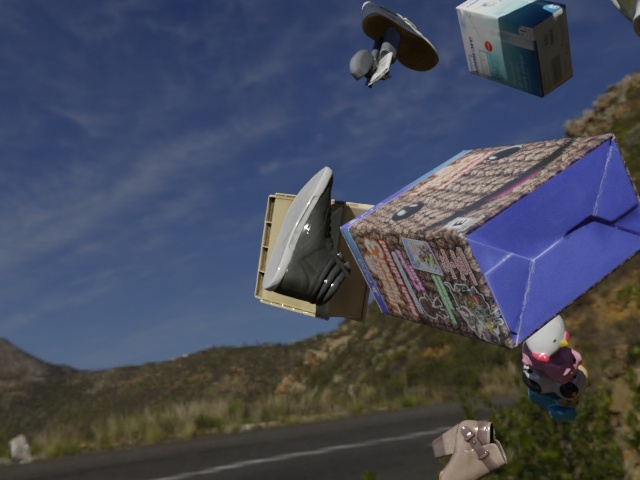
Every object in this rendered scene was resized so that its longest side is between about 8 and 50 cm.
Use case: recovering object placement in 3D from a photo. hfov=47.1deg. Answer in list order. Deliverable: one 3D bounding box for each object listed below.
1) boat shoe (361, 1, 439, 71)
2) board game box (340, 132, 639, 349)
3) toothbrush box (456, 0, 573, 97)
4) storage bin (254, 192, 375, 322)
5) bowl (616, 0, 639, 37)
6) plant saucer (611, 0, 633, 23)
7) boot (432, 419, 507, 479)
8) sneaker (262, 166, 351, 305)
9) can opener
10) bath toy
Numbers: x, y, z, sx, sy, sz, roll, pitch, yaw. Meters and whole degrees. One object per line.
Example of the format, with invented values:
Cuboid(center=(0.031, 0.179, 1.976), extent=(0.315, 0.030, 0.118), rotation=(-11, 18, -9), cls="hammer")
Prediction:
Cuboid(center=(0.217, -0.554, 1.968), extent=(0.098, 0.096, 0.277), rotation=(-32, -41, 32), cls="boat shoe")
Cuboid(center=(0.203, -0.008, 0.908), extent=(0.232, 0.141, 0.291), rotation=(-32, 14, -19), cls="board game box")
Cuboid(center=(0.530, -0.547, 2.015), extent=(0.126, 0.295, 0.216), rotation=(-34, -50, -14), cls="toothbrush box")
Cuboid(center=(-0.014, 0.034, 1.680), extent=(0.260, 0.262, 0.123), rotation=(10, 3, 43), cls="storage bin")
Cuboid(center=(0.551, -0.377, 1.096), extent=(0.289, 0.156, 0.289), rotation=(24, -6, 3), cls="bowl")
Cuboid(center=(0.790, -0.534, 1.561), extent=(0.400, 0.401, 0.100), rotation=(0, -34, -21), cls="plant saucer")
Cuboid(center=(0.195, 0.290, 0.933), extent=(0.087, 0.118, 0.042), rotation=(-21, -13, 22), cls="boot")
Cuboid(center=(0.000, 0.000, 1.466), extent=(0.147, 0.296, 0.104), rotation=(31, -28, -19), cls="sneaker")
Cuboid(center=(0.139, -0.443, 1.744), extent=(0.074, 0.280, 0.093), rotation=(-34, -71, 31), cls="can opener")
Cuboid(center=(0.534, 0.288, 1.692), extent=(0.151, 0.129, 0.348), rotation=(-10, -43, 17), cls="bath toy")
